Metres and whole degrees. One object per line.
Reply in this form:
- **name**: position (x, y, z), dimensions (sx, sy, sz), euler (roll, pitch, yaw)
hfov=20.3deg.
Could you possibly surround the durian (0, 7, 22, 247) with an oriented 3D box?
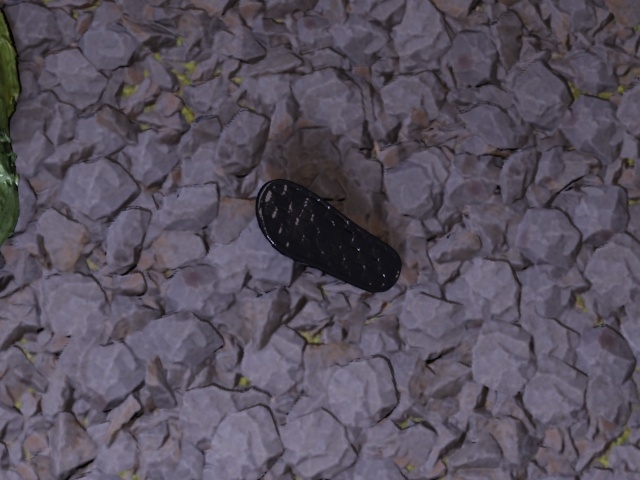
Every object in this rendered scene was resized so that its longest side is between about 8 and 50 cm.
- **durian**: position (-0.380, -0.148, 1.742), dimensions (0.198, 0.163, 0.394), euler (7, 49, -12)

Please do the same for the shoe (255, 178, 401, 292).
- **shoe**: position (0.000, 0.000, 1.860), dimensions (0.179, 0.049, 0.071), euler (30, 78, -21)
